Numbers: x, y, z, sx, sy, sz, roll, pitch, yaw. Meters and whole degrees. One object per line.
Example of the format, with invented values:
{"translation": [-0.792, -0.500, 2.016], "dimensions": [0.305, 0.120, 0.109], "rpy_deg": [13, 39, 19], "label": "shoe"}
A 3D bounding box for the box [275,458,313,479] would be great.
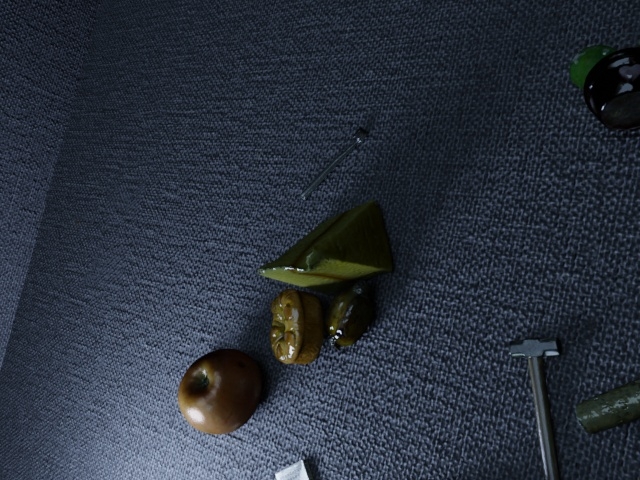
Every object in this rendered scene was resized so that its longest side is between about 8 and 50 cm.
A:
{"translation": [-0.052, 0.717, 1.683], "dimensions": [0.109, 0.029, 0.198], "rpy_deg": [-35, 59, 24], "label": "box"}

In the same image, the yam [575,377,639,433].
{"translation": [0.623, 0.340, 1.262], "dimensions": [0.179, 0.078, 0.078], "rpy_deg": [-34, 60, 26], "label": "yam"}

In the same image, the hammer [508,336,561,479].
{"translation": [0.501, 0.400, 1.363], "dimensions": [0.111, 0.043, 0.366], "rpy_deg": [-13, 73, 32], "label": "hammer"}

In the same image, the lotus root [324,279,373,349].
{"translation": [0.080, 0.201, 1.674], "dimensions": [0.120, 0.120, 0.210], "rpy_deg": [34, 102, 37], "label": "lotus root"}

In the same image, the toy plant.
{"translation": [0.674, -0.360, 1.369], "dimensions": [0.218, 0.175, 0.235], "rpy_deg": [-6, 46, 28], "label": "toy plant"}

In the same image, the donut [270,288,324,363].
{"translation": [-0.070, 0.243, 1.728], "dimensions": [0.226, 0.113, 0.227], "rpy_deg": [-174, 90, -68], "label": "donut"}

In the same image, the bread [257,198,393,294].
{"translation": [0.000, 0.000, 1.630], "dimensions": [0.233, 0.361, 0.245], "rpy_deg": [-23, 68, 30], "label": "bread"}

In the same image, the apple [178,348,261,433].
{"translation": [-0.298, 0.442, 1.810], "dimensions": [0.253, 0.253, 0.254], "rpy_deg": [-10, 72, 34], "label": "apple"}

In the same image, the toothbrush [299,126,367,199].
{"translation": [0.035, -0.231, 1.876], "dimensions": [0.297, 0.030, 0.030], "rpy_deg": [-46, 30, 19], "label": "toothbrush"}
